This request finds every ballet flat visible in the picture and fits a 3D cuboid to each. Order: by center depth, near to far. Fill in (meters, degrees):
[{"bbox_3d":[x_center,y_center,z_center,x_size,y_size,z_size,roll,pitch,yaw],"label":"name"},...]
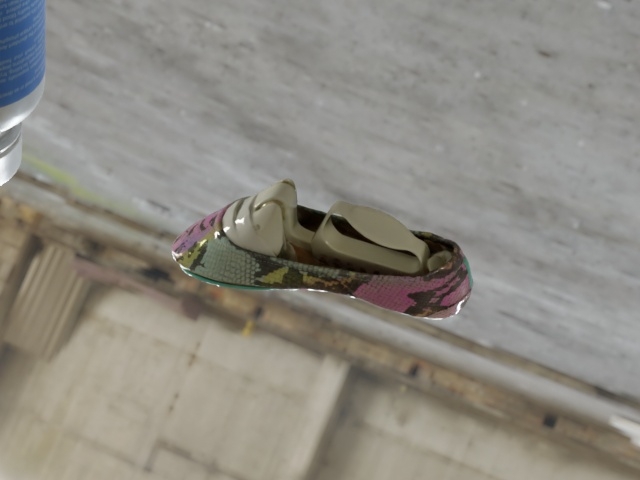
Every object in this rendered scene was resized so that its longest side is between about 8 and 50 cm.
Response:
[{"bbox_3d":[0.000,0.000,0.980,0.221,0.077,0.079,11,138,13],"label":"ballet flat"}]

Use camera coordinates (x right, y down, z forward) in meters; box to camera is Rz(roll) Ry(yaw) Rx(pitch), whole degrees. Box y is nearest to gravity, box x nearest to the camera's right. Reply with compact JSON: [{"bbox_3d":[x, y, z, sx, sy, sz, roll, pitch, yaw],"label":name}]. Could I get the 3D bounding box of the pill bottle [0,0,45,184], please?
[{"bbox_3d":[-0.240,-0.142,0.899,0.124,0.124,0.221,21,129,17],"label":"pill bottle"}]
